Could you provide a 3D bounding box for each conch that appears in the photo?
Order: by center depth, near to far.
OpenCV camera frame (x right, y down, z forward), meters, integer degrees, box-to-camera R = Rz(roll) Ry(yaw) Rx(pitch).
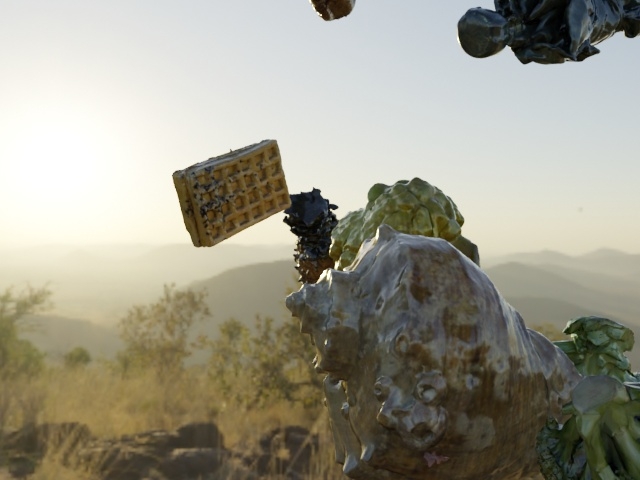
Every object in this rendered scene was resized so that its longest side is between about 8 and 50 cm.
[{"bbox_3d":[0.106,0.162,0.733,0.352,0.210,0.297,40,-33,1],"label":"conch"}]

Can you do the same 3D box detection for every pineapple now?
[{"bbox_3d":[0.000,0.000,1.361,0.158,0.157,0.278,1,-34,23],"label":"pineapple"}]

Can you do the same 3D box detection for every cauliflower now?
[{"bbox_3d":[0.466,0.239,1.314,0.275,0.250,0.272,-5,24,-36],"label":"cauliflower"}]

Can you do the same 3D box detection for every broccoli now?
[{"bbox_3d":[0.218,0.150,0.526,0.130,0.120,0.131,-31,17,15],"label":"broccoli"}]

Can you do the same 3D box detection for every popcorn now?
[{"bbox_3d":[0.146,0.022,1.145,0.252,0.205,0.237,33,11,-29],"label":"popcorn"}]

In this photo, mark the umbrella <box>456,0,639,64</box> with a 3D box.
[{"bbox_3d":[0.266,-0.258,0.817,0.143,0.094,0.349,34,39,31],"label":"umbrella"}]

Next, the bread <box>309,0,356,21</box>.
[{"bbox_3d":[0.002,-0.498,1.321,0.084,0.124,0.344,-7,-10,12],"label":"bread"}]

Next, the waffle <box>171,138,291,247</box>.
[{"bbox_3d":[-0.107,-0.061,0.924,0.042,0.102,0.148,10,29,43],"label":"waffle"}]
